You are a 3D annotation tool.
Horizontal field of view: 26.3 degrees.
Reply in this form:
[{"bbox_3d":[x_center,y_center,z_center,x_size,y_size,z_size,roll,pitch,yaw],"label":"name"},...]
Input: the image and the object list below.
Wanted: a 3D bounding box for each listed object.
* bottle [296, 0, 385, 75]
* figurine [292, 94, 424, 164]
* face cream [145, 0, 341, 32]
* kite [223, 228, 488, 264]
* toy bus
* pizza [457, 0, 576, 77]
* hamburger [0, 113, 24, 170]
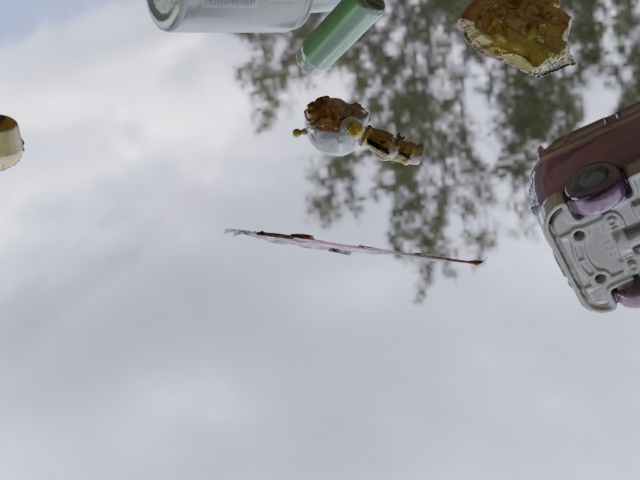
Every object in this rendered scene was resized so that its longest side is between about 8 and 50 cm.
[{"bbox_3d":[0.014,-0.162,1.060,0.083,0.030,0.030,-42,-175,38],"label":"bottle"},{"bbox_3d":[0.047,-0.122,1.578,0.143,0.068,0.101,12,-164,-27],"label":"figurine"},{"bbox_3d":[-0.057,-0.273,1.476,0.251,0.101,0.101,-5,-159,-32],"label":"face cream"},{"bbox_3d":[0.000,0.000,1.406,0.321,0.016,0.234,5,176,29],"label":"kite"},{"bbox_3d":[0.292,-0.041,1.205,0.202,0.142,0.142,-24,-150,13],"label":"toy bus"},{"bbox_3d":[0.193,-0.199,1.278,0.160,0.036,0.099,-20,-123,-44],"label":"pizza"},{"bbox_3d":[-0.483,-0.133,1.944,0.126,0.081,0.141,-4,-159,-13],"label":"hamburger"}]
